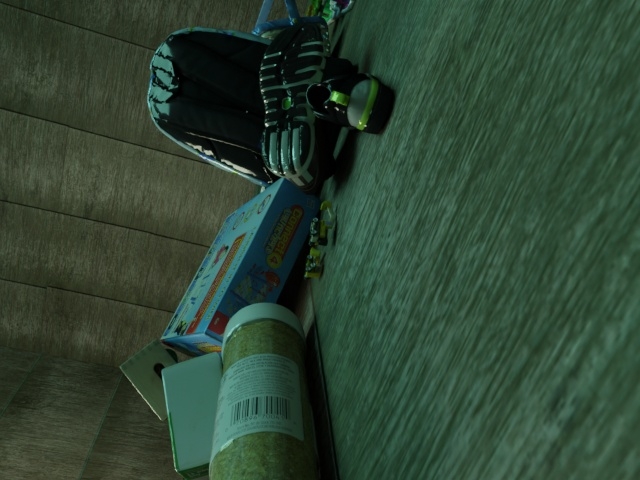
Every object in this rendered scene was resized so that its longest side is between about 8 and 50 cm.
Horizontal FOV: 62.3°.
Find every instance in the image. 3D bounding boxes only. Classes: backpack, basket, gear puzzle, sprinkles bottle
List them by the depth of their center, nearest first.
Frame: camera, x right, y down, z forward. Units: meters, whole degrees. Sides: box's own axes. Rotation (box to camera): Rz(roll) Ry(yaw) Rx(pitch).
[{"bbox_3d":[-0.068,0.209,0.634,0.355,0.121,0.121,-104,30,-67],"label":"sprinkles bottle"},{"bbox_3d":[-0.150,-0.261,1.020,0.273,0.356,0.289,-105,30,-69],"label":"backpack"},{"bbox_3d":[0.008,-0.625,1.231,0.339,0.044,0.175,126,155,-62],"label":"gear puzzle"},{"bbox_3d":[-0.089,-0.451,1.263,0.255,0.201,0.288,138,114,-69],"label":"basket"}]

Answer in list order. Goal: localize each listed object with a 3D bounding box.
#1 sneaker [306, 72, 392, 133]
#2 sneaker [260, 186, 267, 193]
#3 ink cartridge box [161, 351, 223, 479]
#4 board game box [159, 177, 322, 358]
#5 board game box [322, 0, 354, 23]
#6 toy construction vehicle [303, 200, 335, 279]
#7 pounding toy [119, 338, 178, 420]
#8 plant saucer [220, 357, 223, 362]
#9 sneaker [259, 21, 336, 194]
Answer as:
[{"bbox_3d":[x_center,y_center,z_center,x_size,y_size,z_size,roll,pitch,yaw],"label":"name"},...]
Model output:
[{"bbox_3d":[0.029,-0.204,0.735,0.234,0.097,0.084,-119,45,-74],"label":"sneaker"},{"bbox_3d":[-0.096,-0.144,1.280,0.144,0.090,0.270,-91,16,-45],"label":"sneaker"},{"bbox_3d":[-0.159,0.287,0.796,0.208,0.087,0.153,84,167,-52],"label":"ink cartridge box"},{"bbox_3d":[-0.156,0.063,0.989,0.302,0.086,0.308,-22,40,59],"label":"board game box"},{"bbox_3d":[0.078,-0.743,1.274,0.390,0.051,0.389,-114,40,-71],"label":"board game box"},{"bbox_3d":[0.000,0.000,0.807,0.085,0.035,0.098,100,178,-47],"label":"toy construction vehicle"},{"bbox_3d":[-0.296,0.301,1.057,0.094,0.181,0.206,-39,-6,-22],"label":"pounding toy"},{"bbox_3d":[-0.189,0.271,1.122,0.400,0.101,0.400,-164,90,-83],"label":"plant saucer"},{"bbox_3d":[-0.027,-0.202,0.869,0.162,0.107,0.281,49,-137,-61],"label":"sneaker"}]
